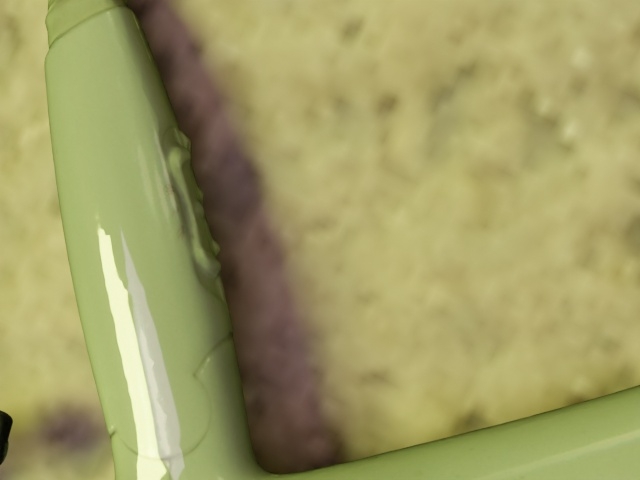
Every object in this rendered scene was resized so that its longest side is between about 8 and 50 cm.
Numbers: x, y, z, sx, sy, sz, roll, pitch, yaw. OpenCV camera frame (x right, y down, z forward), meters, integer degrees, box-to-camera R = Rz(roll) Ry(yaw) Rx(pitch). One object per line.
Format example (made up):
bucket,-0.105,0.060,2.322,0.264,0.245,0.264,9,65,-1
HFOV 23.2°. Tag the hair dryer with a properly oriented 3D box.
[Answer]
hair dryer,0.000,0.000,0.361,0.206,0.075,0.237,-24,82,3

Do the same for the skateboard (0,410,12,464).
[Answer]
skateboard,-0.132,0.099,0.375,0.067,0.080,0.151,20,79,-16
